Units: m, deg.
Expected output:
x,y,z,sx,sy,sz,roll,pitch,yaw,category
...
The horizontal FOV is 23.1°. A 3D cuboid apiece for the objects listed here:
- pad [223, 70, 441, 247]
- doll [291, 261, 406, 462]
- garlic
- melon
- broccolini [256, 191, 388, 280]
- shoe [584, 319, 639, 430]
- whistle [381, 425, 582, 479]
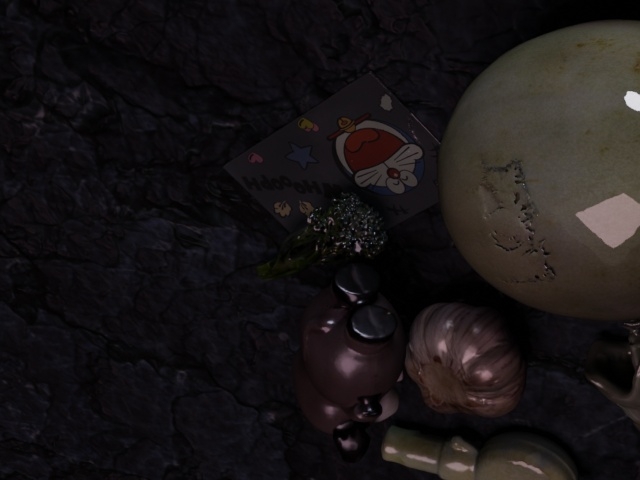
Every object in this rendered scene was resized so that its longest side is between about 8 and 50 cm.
x,y,z,sx,sy,sz,roll,pitch,yaw,category
0.028,-0.071,1.682,0.170,0.006,0.245,44,134,-18,pad
0.030,0.131,1.754,0.117,0.182,0.257,-11,147,-10,doll
0.164,0.129,1.735,0.147,0.102,0.159,42,148,4,garlic
0.246,-0.060,1.393,0.330,0.268,0.268,1,132,42,melon
-0.004,0.018,1.730,0.091,0.068,0.202,24,141,-26,broccolini
0.384,0.110,1.600,0.149,0.109,0.293,32,141,-13,shoe
0.199,0.275,1.882,0.258,0.067,0.126,13,134,18,whistle
